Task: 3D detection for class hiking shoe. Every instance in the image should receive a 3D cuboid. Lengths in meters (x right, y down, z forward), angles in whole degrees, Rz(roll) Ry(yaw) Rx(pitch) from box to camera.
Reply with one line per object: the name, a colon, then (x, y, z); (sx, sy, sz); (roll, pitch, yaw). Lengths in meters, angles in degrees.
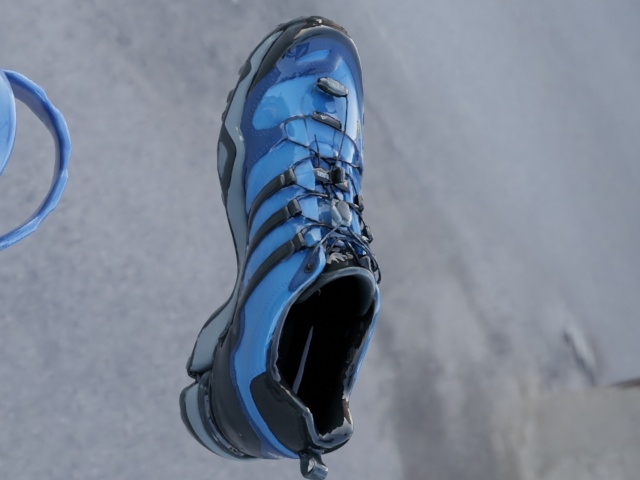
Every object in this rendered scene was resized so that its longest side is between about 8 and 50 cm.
hiking shoe: (0.000, 0.000, 0.992); (0.113, 0.132, 0.304); (11, 84, -37)

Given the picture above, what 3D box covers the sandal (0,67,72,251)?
sandal: (-0.244, -0.035, 0.732); (0.138, 0.317, 0.126); (12, 82, -55)
